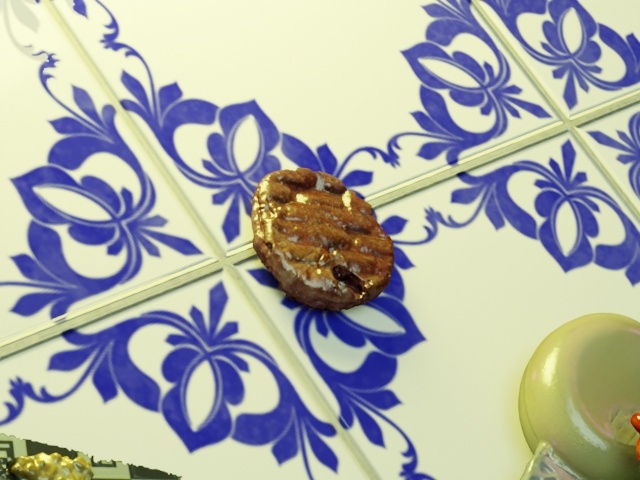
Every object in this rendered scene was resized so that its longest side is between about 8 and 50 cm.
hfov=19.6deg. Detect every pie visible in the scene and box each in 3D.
[{"bbox_3d":[0.000,0.000,1.715,0.153,0.038,0.154,17,47,-19],"label":"pie"}]

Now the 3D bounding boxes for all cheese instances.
[{"bbox_3d":[0.239,0.183,1.693,0.163,0.082,0.286,39,49,2],"label":"cheese"}]

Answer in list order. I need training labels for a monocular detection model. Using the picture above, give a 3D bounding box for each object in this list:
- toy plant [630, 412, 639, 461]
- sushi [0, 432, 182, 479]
[{"bbox_3d":[0.340,0.217,1.554,0.088,0.154,0.240,-42,66,-1],"label":"toy plant"},{"bbox_3d":[-0.234,0.215,1.406,0.279,0.043,0.193,18,49,-18],"label":"sushi"}]
